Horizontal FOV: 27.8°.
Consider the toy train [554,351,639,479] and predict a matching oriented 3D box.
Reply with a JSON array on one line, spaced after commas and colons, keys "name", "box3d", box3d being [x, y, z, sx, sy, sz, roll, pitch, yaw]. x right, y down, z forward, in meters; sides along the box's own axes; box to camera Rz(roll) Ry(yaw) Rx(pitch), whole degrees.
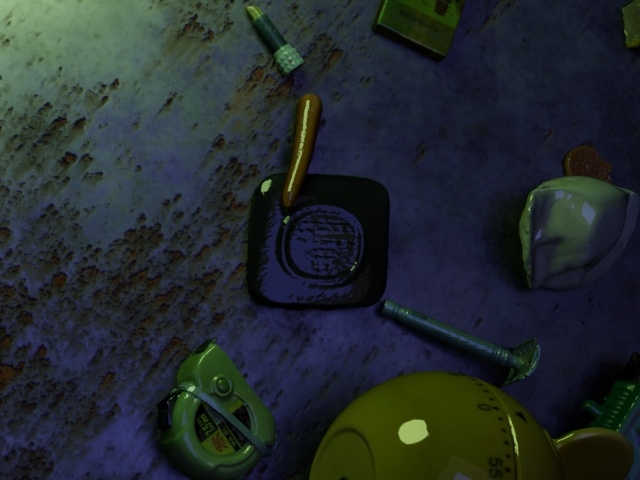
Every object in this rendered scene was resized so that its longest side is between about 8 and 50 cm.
[{"name": "toy train", "box3d": [0.467, 0.327, 1.890, 0.249, 0.178, 0.429, 36, 72, 1]}]

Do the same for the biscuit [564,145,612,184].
[{"name": "biscuit", "box3d": [0.421, -0.104, 2.017, 0.078, 0.015, 0.091, -19, 88, -23]}]

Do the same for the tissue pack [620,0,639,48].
[{"name": "tissue pack", "box3d": [0.583, -0.351, 2.059, 0.169, 0.120, 0.082, 0, 80, -21]}]

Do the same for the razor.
[{"name": "razor", "box3d": [0.195, 0.142, 1.872, 0.231, 0.106, 0.068, 22, 74, -3]}]

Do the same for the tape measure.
[{"name": "tape measure", "box3d": [-0.141, 0.246, 1.723, 0.177, 0.087, 0.154, 51, 58, -7]}]

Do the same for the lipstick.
[{"name": "lipstick", "box3d": [-0.069, -0.294, 1.866, 0.037, 0.037, 0.116, -34, 89, -21]}]

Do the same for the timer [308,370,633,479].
[{"name": "timer", "box3d": [0.184, 0.350, 1.703, 0.386, 0.376, 0.376, 16, 76, -28]}]

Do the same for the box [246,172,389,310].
[{"name": "box", "box3d": [0.000, 0.000, 1.837, 0.212, 0.042, 0.201, 4, 80, -18]}]

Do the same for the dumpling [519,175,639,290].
[{"name": "dumpling", "box3d": [0.385, -0.007, 1.948, 0.252, 0.131, 0.179, -7, 108, -40]}]

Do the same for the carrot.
[{"name": "carrot", "box3d": [-0.027, -0.126, 1.831, 0.037, 0.037, 0.190, 18, 62, -16]}]

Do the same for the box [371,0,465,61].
[{"name": "box", "box3d": [0.164, -0.383, 1.963, 0.121, 0.030, 0.193, 24, 75, -15]}]
